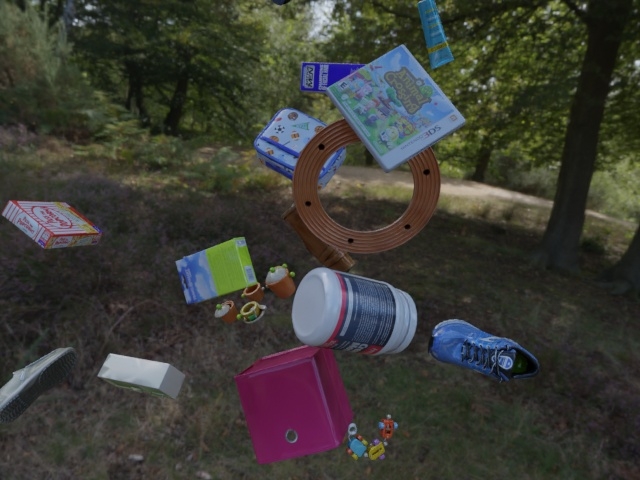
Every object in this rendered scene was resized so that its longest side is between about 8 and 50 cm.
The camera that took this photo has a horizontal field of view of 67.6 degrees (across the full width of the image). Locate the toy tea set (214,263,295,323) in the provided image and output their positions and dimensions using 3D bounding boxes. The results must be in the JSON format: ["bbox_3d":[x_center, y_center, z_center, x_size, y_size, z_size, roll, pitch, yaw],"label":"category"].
[{"bbox_3d":[-0.247,0.189,1.782,0.336,0.124,0.200,-37,29,-15],"label":"toy tea set"}]

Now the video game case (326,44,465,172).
[{"bbox_3d":[0.148,-0.266,0.950,0.193,0.212,0.023,-33,-12,-10],"label":"video game case"}]

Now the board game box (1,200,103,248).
[{"bbox_3d":[-0.685,-0.042,1.237,0.147,0.045,0.193,36,9,6],"label":"board game box"}]

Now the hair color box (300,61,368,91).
[{"bbox_3d":[0.117,-0.581,1.733,0.339,0.110,0.185,8,16,20],"label":"hair color box"}]

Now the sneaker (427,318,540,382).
[{"bbox_3d":[0.446,0.299,1.287,0.330,0.129,0.147,14,-2,-14],"label":"sneaker"}]

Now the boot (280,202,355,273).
[{"bbox_3d":[0.000,0.000,1.295,0.220,0.109,0.283,50,-12,12],"label":"boot"}]

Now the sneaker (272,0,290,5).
[{"bbox_3d":[0.029,-0.364,0.573,0.090,0.232,0.081,34,34,-26],"label":"sneaker"}]

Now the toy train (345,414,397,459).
[{"bbox_3d":[0.139,0.564,1.375,0.166,0.125,0.046,6,-5,-26],"label":"toy train"}]

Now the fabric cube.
[{"bbox_3d":[-0.071,0.473,1.441,0.254,0.258,0.259,-17,-4,12],"label":"fabric cube"}]

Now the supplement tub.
[{"bbox_3d":[0.084,0.183,1.195,0.272,0.191,0.191,16,7,-29],"label":"supplement tub"}]

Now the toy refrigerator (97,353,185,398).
[{"bbox_3d":[-0.603,0.459,1.605,0.269,0.094,0.102,2,-35,24],"label":"toy refrigerator"}]

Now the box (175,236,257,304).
[{"bbox_3d":[-0.231,0.069,1.050,0.178,0.109,0.042,-19,-5,29],"label":"box"}]

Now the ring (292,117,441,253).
[{"bbox_3d":[0.103,-0.122,1.094,0.337,0.336,0.032,8,27,-2],"label":"ring"}]

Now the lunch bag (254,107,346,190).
[{"bbox_3d":[-0.066,-0.314,1.671,0.303,0.243,0.115,29,-24,14],"label":"lunch bag"}]

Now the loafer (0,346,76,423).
[{"bbox_3d":[-0.843,0.404,1.397,0.092,0.102,0.268,19,38,20],"label":"loafer"}]

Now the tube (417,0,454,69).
[{"bbox_3d":[0.365,-0.668,1.539,0.080,0.207,0.052,-21,21,6],"label":"tube"}]
